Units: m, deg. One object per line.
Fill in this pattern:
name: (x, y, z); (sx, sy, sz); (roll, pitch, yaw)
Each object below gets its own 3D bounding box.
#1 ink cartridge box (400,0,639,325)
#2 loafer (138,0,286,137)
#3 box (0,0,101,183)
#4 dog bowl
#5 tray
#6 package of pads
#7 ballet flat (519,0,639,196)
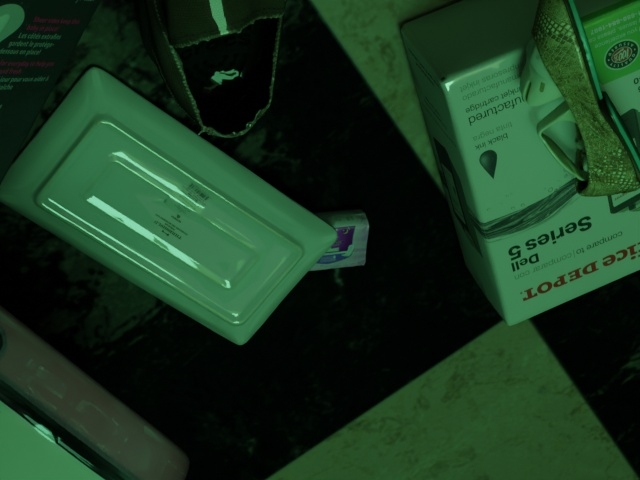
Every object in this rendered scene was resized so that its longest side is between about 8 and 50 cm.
ink cartridge box: (0.206, -0.087, 1.284); (0.198, 0.115, 0.273); (-23, 127, -4)
loafer: (-0.066, -0.205, 1.031); (0.134, 0.130, 0.366); (-19, 150, -8)
box: (-0.252, -0.146, 0.917); (0.270, 0.143, 0.165); (-57, 162, 19)
dog bowl: (-0.273, 0.118, 1.099); (0.150, 0.408, 0.408); (-51, 127, -10)
tray: (-0.126, -0.017, 1.247); (0.270, 0.030, 0.145); (34, 106, -25)
package of pads: (0.000, 0.000, 1.322); (0.083, 0.032, 0.050); (-6, 125, -16)
ballet flat: (0.196, -0.109, 1.156); (0.067, 0.073, 0.206); (-22, 123, 13)
